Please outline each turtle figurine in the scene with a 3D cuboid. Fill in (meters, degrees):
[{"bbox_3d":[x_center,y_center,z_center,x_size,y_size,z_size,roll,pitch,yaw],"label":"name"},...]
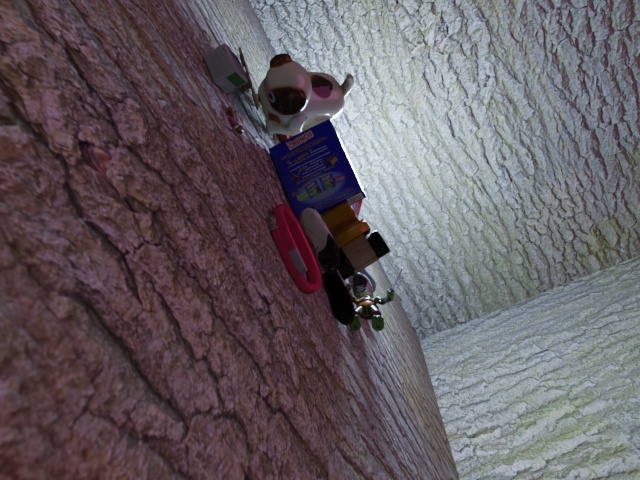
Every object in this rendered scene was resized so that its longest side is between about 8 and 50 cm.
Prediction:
[{"bbox_3d":[0.187,0.225,1.609,0.198,0.274,0.266,29,24,-7],"label":"turtle figurine"}]

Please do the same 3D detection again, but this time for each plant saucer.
[{"bbox_3d":[-0.167,-0.521,1.928,0.259,0.048,0.258,68,12,9],"label":"plant saucer"}]

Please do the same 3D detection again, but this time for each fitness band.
[{"bbox_3d":[-0.075,0.025,1.236,0.209,0.054,0.290,-9,75,-80],"label":"fitness band"}]

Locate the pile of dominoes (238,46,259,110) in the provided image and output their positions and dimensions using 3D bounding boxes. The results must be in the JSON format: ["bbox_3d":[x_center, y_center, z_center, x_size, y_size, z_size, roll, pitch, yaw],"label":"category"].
[{"bbox_3d":[-0.272,-0.571,1.448,0.251,0.040,0.195,-121,-166,-73],"label":"pile of dominoes"}]

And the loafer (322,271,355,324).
[{"bbox_3d":[0.077,0.203,1.441,0.078,0.080,0.220,46,23,-56],"label":"loafer"}]

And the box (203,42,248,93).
[{"bbox_3d":[-0.308,-0.558,1.302,0.101,0.087,0.101,67,12,5],"label":"box"}]

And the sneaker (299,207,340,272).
[{"bbox_3d":[0.000,0.000,1.359,0.086,0.085,0.237,124,-58,-81],"label":"sneaker"}]

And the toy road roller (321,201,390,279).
[{"bbox_3d":[0.111,-0.003,1.506,0.240,0.203,0.329,58,1,7],"label":"toy road roller"}]

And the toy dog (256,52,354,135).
[{"bbox_3d":[-0.080,-0.567,1.611,0.408,0.396,0.284,-9,88,-64],"label":"toy dog"}]

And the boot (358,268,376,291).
[{"bbox_3d":[0.214,0.149,2.088,0.258,0.095,0.123,59,20,-21],"label":"boot"}]

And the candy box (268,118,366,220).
[{"bbox_3d":[-0.012,-0.259,1.531,0.122,0.268,0.317,31,36,-75],"label":"candy box"}]

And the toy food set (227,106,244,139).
[{"bbox_3d":[-0.270,-0.383,1.275,0.078,0.019,0.122,41,27,-63],"label":"toy food set"}]

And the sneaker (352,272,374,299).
[{"bbox_3d":[0.206,0.260,1.877,0.228,0.086,0.132,68,15,8],"label":"sneaker"}]

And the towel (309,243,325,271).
[{"bbox_3d":[-0.010,0.029,1.487,0.144,0.029,0.197,56,11,-10],"label":"towel"}]

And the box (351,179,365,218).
[{"bbox_3d":[0.073,-0.143,1.690,0.154,0.142,0.299,52,45,-45],"label":"box"}]
